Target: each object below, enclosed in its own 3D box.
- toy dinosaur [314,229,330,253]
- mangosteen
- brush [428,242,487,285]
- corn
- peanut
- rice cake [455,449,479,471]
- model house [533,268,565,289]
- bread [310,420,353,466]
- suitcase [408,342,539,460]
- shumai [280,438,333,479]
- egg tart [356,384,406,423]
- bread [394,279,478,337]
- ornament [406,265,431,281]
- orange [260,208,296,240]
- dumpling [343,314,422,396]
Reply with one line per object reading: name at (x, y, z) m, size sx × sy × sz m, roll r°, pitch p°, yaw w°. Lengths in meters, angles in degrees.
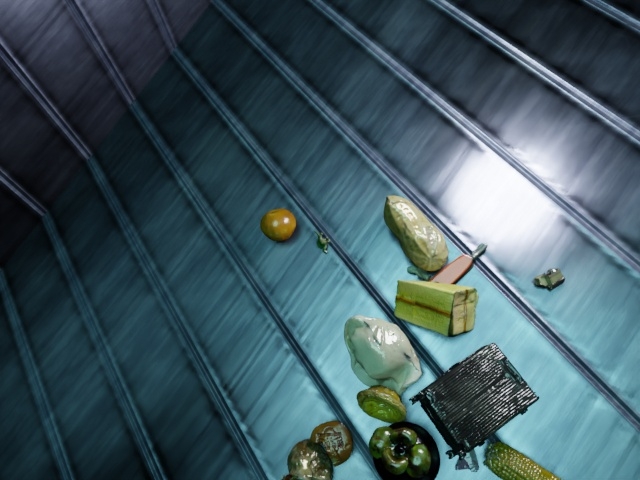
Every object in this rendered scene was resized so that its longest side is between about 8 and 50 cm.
toy dinosaur at (0.000, 0.000, 1.788) m, size 0.060 × 0.029 × 0.120 m, roll -51°, pitch 62°, yaw 14°
mangosteen at (0.273, 0.702, 1.352) m, size 0.242 × 0.243 × 0.243 m, roll -5°, pitch 71°, yaw 15°
brush at (0.507, 0.118, 1.574) m, size 0.323 × 0.051 × 0.070 m, roll -42°, pitch 63°, yaw 0°
corn at (0.665, 0.744, 1.289) m, size 0.305 × 0.106 × 0.106 m, roll 26°, pitch 81°, yaw 19°
peanut at (0.362, -0.031, 1.612) m, size 0.340 × 0.174 × 0.158 m, roll 58°, pitch 139°, yaw 28°
rice cake at (0.460, 0.632, 1.417) m, size 0.080 × 0.051 × 0.291 m, roll -17°, pitch 68°, yaw 11°
model house at (0.817, 0.143, 1.475) m, size 0.083 × 0.057 × 0.058 m, roll -28°, pitch 92°, yaw -14°
bread at (0.053, 0.718, 1.495) m, size 0.156 × 0.086 × 0.125 m, roll 39°, pitch 85°, yaw 23°
suitcase at (0.497, 0.517, 1.358) m, size 0.334 × 0.152 × 0.230 m, roll -30°, pitch 67°, yaw -13°
shumai at (-0.051, 0.825, 1.461) m, size 0.161 × 0.153 × 0.210 m, roll -18°, pitch 71°, yaw 18°
egg tart at (0.218, 0.571, 1.464) m, size 0.191 × 0.191 × 0.074 m, roll 11°, pitch 44°, yaw 20°
bread at (0.427, 0.232, 1.539) m, size 0.263 × 0.163 × 0.168 m, roll 14°, pitch 102°, yaw 48°
ornament at (0.386, 0.124, 1.609) m, size 0.092 × 0.068 × 0.041 m, roll -134°, pitch 58°, yaw -61°
orange at (-0.182, -0.065, 1.804) m, size 0.158 × 0.159 × 0.136 m, roll -12°, pitch 110°, yaw 13°
dumpling at (0.213, 0.422, 1.524) m, size 0.318 × 0.187 × 0.243 m, roll 38°, pitch 119°, yaw 20°
